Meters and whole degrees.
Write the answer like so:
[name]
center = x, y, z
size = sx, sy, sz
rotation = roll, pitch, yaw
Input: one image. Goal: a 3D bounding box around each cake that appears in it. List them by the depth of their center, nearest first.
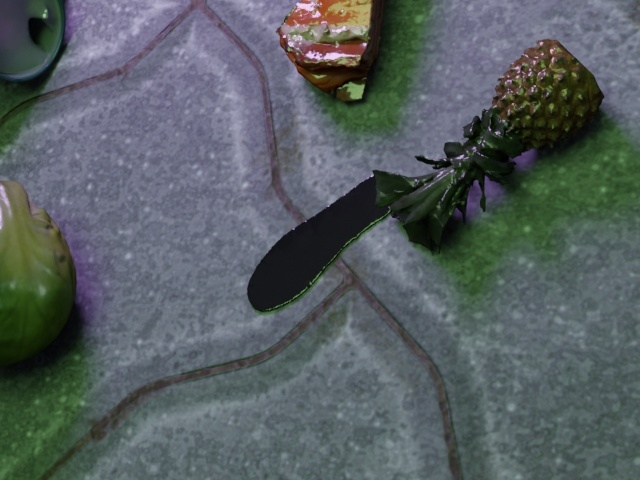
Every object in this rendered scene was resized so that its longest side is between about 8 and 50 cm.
[cake]
center = 0.033, -0.324, 1.579
size = 0.135, 0.098, 0.287
rotation = 11, 75, 27

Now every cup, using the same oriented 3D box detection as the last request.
[cup]
center = -0.479, -0.322, 1.780
size = 0.173, 0.167, 0.299
rotation = 18, 51, 39

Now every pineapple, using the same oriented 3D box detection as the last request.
[pineapple]
center = 0.185, -0.109, 1.417
size = 0.277, 0.119, 0.130
rotation = -42, 78, 6

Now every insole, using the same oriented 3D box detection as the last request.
[insole]
center = 0.000, 0.000, 1.518
size = 0.232, 0.003, 0.080
rotation = -40, 59, 4

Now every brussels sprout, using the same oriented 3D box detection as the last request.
[brussels sprout]
center = -0.425, 0.049, 1.581
size = 0.244, 0.244, 0.244
rotation = -9, 66, 21
